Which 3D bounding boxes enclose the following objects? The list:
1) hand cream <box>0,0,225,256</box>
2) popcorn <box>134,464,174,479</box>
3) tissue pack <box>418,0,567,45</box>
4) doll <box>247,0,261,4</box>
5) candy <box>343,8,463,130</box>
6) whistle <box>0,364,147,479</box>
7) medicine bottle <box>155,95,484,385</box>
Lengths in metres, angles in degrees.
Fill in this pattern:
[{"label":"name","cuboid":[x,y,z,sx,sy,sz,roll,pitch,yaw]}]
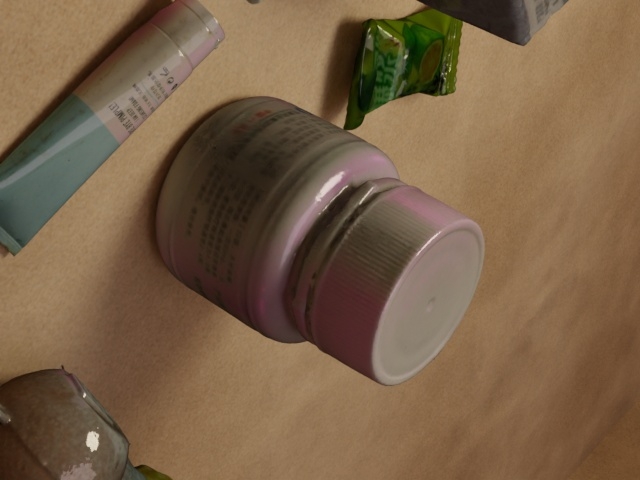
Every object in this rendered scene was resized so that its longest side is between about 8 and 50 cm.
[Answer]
[{"label":"hand cream","cuboid":[-0.228,-0.121,1.289,0.312,0.070,0.111,-45,150,-10]},{"label":"popcorn","cuboid":[-0.289,0.412,1.558,0.286,0.174,0.225,-31,157,-57]},{"label":"tissue pack","cuboid":[0.109,-0.408,1.305,0.124,0.288,0.394,-48,149,-17]},{"label":"doll","cuboid":[-0.060,-0.310,1.342,0.207,0.081,0.129,3,88,-63]},{"label":"candy","cuboid":[0.111,-0.239,1.689,0.246,0.069,0.149,-20,127,-43]},{"label":"whistle","cuboid":[-0.270,0.268,1.402,0.189,0.189,0.348,-52,135,-14]},{"label":"medicine bottle","cuboid":[0.000,0.000,1.467,0.256,0.325,0.256,-37,143,-36]}]
